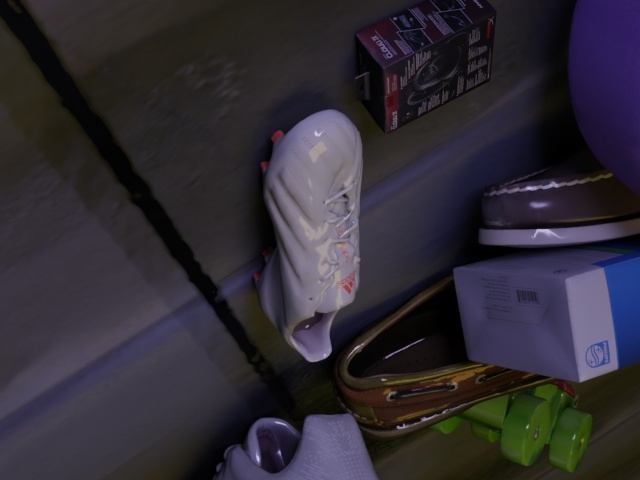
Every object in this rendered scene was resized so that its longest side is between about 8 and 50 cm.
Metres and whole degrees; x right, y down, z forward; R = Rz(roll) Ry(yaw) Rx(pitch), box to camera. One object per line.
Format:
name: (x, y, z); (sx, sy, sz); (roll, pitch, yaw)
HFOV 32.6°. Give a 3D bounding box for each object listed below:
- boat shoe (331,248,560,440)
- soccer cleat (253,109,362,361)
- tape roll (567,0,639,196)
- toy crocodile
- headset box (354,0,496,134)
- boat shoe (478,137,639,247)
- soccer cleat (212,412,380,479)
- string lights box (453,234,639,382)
boat shoe: (0.154, 0.067, 0.906); (0.307, 0.110, 0.104); (-30, 152, -8)
soccer cleat: (0.000, 0.000, 0.682); (0.068, 0.076, 0.196); (-21, 148, -23)
tape roll: (0.295, -0.126, 0.674); (0.275, 0.090, 0.274); (-10, 122, -17)
toy crocodile: (0.198, 0.162, 1.099); (0.340, 0.115, 0.105); (25, 83, -58)
headset box: (0.057, -0.103, 0.631); (0.083, 0.032, 0.062); (-27, 150, -11)
boat shoe: (0.257, -0.064, 0.831); (0.324, 0.116, 0.096); (-13, 101, -21)
soccer cleat: (-0.055, 0.236, 0.962); (0.116, 0.143, 0.331); (0, 160, -38)
string lights box: (0.247, 0.029, 0.825); (0.260, 0.076, 0.133); (-13, -173, -25)
